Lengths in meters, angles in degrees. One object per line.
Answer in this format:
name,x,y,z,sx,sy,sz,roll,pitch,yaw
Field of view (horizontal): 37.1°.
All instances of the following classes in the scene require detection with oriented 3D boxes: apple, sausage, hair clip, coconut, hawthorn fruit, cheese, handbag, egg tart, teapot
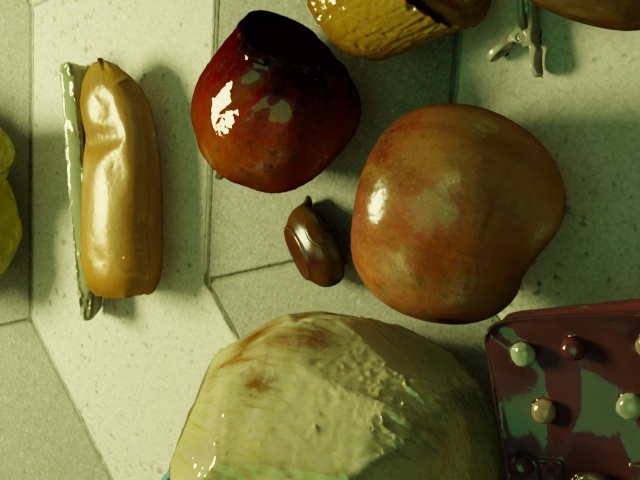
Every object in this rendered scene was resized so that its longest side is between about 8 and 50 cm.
apple,0.157,-0.027,1.091,0.253,0.253,0.254,5,100,31
sausage,-0.298,-0.093,1.428,0.134,0.116,0.354,8,100,49
hair clip,0.245,-0.307,1.109,0.072,0.034,0.226,15,104,30
coconut,-0.006,0.255,1.146,0.415,0.415,0.345,5,79,31
hawthorn fruit,-0.071,-0.159,1.229,0.249,0.215,0.215,-43,75,27
cheese,-0.372,-0.076,1.494,0.034,0.085,0.400,-3,98,4
handbag,0.273,0.172,0.963,0.203,0.074,0.216,-6,92,34
egg tart,0.088,-0.311,1.117,0.171,0.215,0.215,-34,79,45
teapot,0.000,0.000,1.287,0.129,0.078,0.098,62,162,24

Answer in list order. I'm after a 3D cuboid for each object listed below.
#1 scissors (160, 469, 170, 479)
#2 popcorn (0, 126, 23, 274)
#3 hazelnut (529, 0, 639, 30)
scissors,-0.200,0.575,1.518,0.192,0.029,0.447,17,106,29
popcorn,-0.628,-0.068,1.576,0.292,0.294,0.334,-2,132,-4
hazelnut,0.285,-0.378,0.904,0.365,0.365,0.366,5,100,31
